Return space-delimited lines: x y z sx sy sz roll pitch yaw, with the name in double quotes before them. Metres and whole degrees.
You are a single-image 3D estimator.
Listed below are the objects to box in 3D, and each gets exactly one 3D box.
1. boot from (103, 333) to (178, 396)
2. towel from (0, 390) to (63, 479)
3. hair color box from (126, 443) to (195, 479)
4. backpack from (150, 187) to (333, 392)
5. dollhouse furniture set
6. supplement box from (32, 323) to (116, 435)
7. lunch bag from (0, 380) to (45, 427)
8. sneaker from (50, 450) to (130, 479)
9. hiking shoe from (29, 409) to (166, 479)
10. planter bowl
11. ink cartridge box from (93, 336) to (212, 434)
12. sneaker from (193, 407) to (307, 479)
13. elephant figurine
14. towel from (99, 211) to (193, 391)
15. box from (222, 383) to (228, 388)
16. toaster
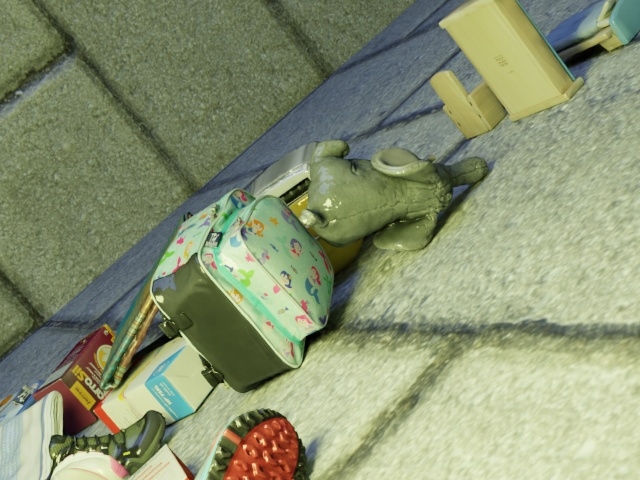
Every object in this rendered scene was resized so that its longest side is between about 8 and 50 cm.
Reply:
"boot" -0.274 0.188 2.028 0.208 0.076 0.189 -41 8 25
"towel" -0.530 0.384 1.896 0.285 0.034 0.209 -32 41 21
"hair color box" -0.187 0.303 1.353 0.093 0.053 0.167 -42 14 -9
"backpack" -0.098 0.049 1.586 0.191 0.225 0.253 -34 19 19
"dollhouse furniture set" 0.346 -0.358 1.869 0.303 0.198 0.286 -45 14 -28
"supplement box" -0.424 0.253 2.115 0.081 0.104 0.188 -31 15 30
"lunch bag" -0.603 0.390 2.133 0.303 0.115 0.243 -31 16 37
"sneaker" -0.341 0.371 1.482 0.252 0.103 0.111 -42 15 19
"hiking shoe" -0.317 0.300 1.597 0.227 0.114 0.086 -42 13 -16
"planter bowl" 0.000 0.000 1.806 0.217 0.090 0.217 -33 19 13
"ink cartridge box" -0.251 0.226 1.767 0.231 0.078 0.134 -29 15 39
"sneaker" -0.115 0.269 1.149 0.125 0.104 0.262 -30 14 44
"elephant figurine" 0.109 -0.068 1.609 0.240 0.169 0.185 -1 62 11
"towel" -0.273 0.092 1.897 0.271 0.040 0.370 -61 9 3
"box" -0.105 0.141 1.703 0.059 0.054 0.169 -31 14 32
"toaster" -0.038 -0.090 2.198 0.227 0.129 0.146 -33 17 17
